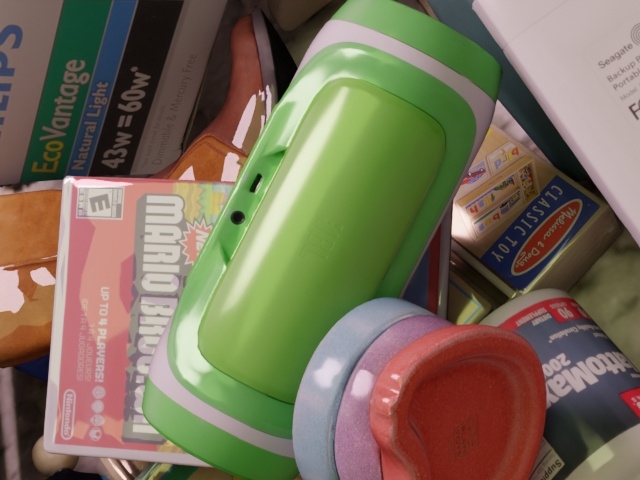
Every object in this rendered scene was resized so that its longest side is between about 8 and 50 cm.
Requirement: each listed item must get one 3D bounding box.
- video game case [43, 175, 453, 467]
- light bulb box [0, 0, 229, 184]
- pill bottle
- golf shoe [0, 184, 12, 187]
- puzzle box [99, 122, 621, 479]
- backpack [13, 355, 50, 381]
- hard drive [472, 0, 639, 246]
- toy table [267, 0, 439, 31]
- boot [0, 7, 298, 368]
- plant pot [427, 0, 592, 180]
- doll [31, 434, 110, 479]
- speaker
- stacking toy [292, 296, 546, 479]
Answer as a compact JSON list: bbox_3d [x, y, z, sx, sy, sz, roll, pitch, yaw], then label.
[{"bbox_3d":[-0.054,0.060,0.789,0.285,0.025,0.204,3,86,11],"label":"video game case"},{"bbox_3d":[-0.244,-0.295,0.962,0.361,0.225,0.358,56,137,34],"label":"light bulb box"},{"bbox_3d":[0.172,0.128,0.715,0.108,0.108,0.180,-40,56,5],"label":"pill bottle"},{"bbox_3d":[-0.385,-0.084,1.123,0.273,0.105,0.120,-26,42,7],"label":"golf shoe"},{"bbox_3d":[-0.003,0.060,0.872,0.409,0.052,0.272,-48,56,-1],"label":"puzzle box"},{"bbox_3d":[-0.244,0.054,0.971,0.098,0.101,0.120,36,90,42],"label":"backpack"},{"bbox_3d":[0.287,-0.065,0.661,0.233,0.047,0.353,-35,89,2],"label":"hard drive"},{"bbox_3d":[0.033,-0.299,0.958,0.252,0.161,0.274,-26,57,15],"label":"toy table"},{"bbox_3d":[-0.144,-0.044,0.901,0.281,0.096,0.264,-11,75,16],"label":"boot"},{"bbox_3d":[0.165,-0.180,0.765,0.234,0.165,0.166,45,92,-3],"label":"plant pot"},{"bbox_3d":[-0.192,0.236,0.858,0.046,0.129,0.189,-49,50,48],"label":"doll"},{"bbox_3d":[0.000,0.000,0.707,0.131,0.131,0.296,28,91,34],"label":"speaker"},{"bbox_3d":[0.001,0.193,0.634,0.130,0.280,0.308,15,111,43],"label":"stacking toy"}]
